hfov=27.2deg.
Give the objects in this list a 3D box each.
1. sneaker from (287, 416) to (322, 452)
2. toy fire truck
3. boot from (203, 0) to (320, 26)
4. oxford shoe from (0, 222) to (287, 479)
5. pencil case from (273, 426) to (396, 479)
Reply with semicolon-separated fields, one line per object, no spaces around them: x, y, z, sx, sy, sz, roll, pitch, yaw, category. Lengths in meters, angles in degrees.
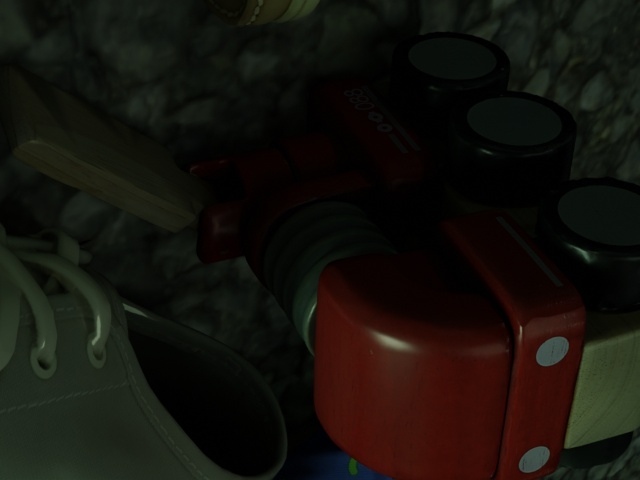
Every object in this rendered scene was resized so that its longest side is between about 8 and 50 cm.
0.001;0.181;0.818;0.071;0.066;0.188;-17;126;-12;sneaker
0.000;0.000;0.569;0.246;0.217;0.158;-12;129;-19;toy fire truck
-0.102;-0.157;0.430;0.203;0.095;0.262;-32;135;-22;boot
-0.150;0.039;0.474;0.130;0.169;0.449;-41;148;9;oxford shoe
-0.056;0.201;0.682;0.306;0.133;0.119;-33;95;-6;pencil case
